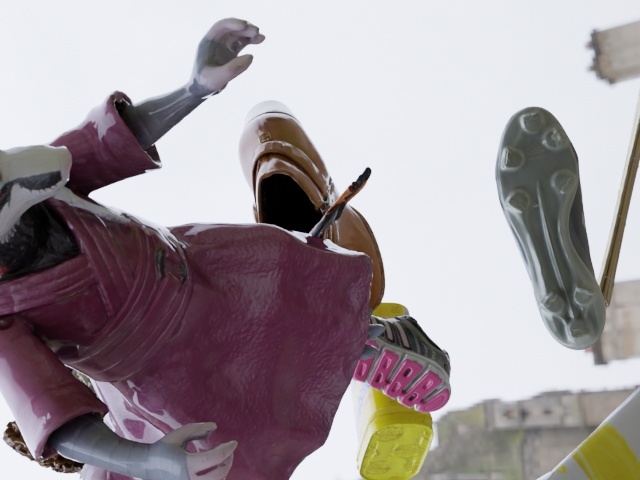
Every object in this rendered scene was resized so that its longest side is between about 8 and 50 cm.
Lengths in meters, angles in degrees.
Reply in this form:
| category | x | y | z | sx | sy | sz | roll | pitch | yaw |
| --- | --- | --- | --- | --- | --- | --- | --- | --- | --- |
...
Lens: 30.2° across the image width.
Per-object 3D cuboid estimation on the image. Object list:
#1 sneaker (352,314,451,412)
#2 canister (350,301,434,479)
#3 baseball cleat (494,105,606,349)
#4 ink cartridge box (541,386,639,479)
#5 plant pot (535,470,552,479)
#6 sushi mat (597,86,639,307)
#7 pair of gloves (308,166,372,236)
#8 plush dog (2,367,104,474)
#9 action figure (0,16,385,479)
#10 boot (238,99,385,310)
| category | x | y | z | sx | sy | sz | roll | pitch | yaw |
| --- | --- | --- | --- | --- | --- | --- | --- | --- | --- |
| sneaker | 0.051 | 0.095 | 1.105 | 0.063 | 0.170 | 0.075 | -65 | -9 | 25 |
| canister | 0.075 | 0.171 | 1.355 | 0.126 | 0.073 | 0.170 | 102 | 166 | -48 |
| baseball cleat | 0.191 | -0.008 | 1.009 | 0.109 | 0.072 | 0.206 | 12 | -111 | -83 |
| ink cartridge box | 0.209 | 0.244 | 0.616 | 0.384 | 0.279 | 0.160 | -35 | -31 | -30 |
| plant pot | 0.351 | 0.318 | 1.296 | 0.274 | 0.256 | 0.256 | -35 | -69 | -26 |
| sushi mat | 0.326 | -0.054 | 1.269 | 0.151 | 0.019 | 0.317 | 73 | -148 | -70 |
| pair of gloves | 0.011 | -0.020 | 0.892 | 0.010 | 0.074 | 0.083 | 41 | -157 | 1 |
| plush dog | -0.210 | 0.151 | 1.193 | 0.262 | 0.225 | 0.211 | -16 | -52 | -14 |
| action figure | -0.126 | 0.022 | 0.730 | 0.370 | 0.275 | 0.248 | 36 | -119 | -47 |
| boot | 0.000 | 0.000 | 1.222 | 0.220 | 0.109 | 0.283 | -103 | -7 | -66 |
